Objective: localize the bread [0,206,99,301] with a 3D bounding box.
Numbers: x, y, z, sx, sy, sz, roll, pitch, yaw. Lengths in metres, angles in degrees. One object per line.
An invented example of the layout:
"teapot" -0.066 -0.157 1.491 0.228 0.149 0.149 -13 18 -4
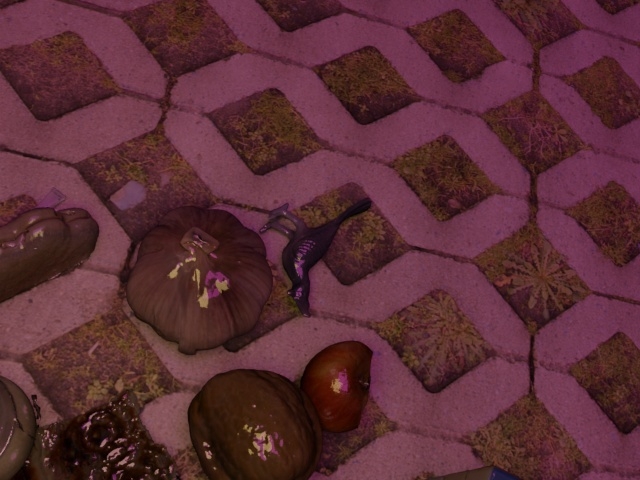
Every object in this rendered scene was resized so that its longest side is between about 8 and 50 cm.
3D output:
"bread" -0.612 0.022 1.488 0.337 0.183 0.102 -32 73 -26

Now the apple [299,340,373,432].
"apple" 0.039 0.310 1.569 0.160 0.173 0.195 17 61 -12

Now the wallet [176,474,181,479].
"wallet" -0.349 0.499 1.456 0.088 0.026 0.129 42 63 2

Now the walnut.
"walnut" -0.128 0.382 1.459 0.283 0.227 0.283 9 54 -12

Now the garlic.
"garlic" -0.249 0.075 1.561 0.322 0.241 0.322 2 86 -29

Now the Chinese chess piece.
"Chinese chess piece" -0.642 0.353 1.354 0.238 0.092 0.238 -3 60 5

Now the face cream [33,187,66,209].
"face cream" -0.610 -0.068 1.610 0.038 0.020 0.115 37 60 1

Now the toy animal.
"toy animal" -0.038 -0.006 1.727 0.206 0.081 0.367 30 56 1

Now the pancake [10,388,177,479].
"pancake" -0.394 0.471 1.375 0.305 0.067 0.427 -36 65 -24

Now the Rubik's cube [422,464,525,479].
"Rubik's cube" 0.351 0.676 1.420 0.344 0.346 0.347 27 64 -4
